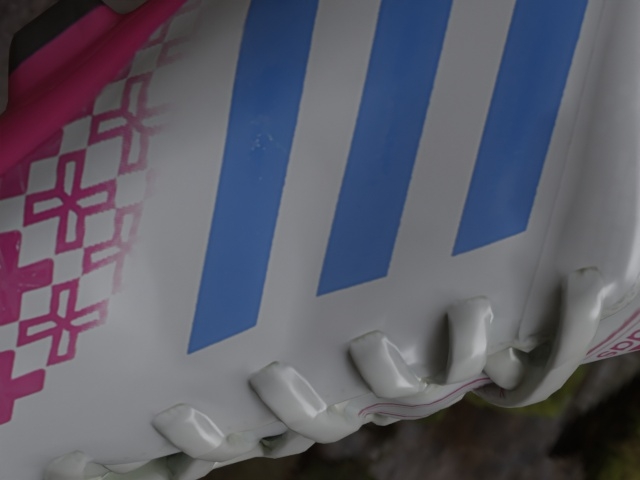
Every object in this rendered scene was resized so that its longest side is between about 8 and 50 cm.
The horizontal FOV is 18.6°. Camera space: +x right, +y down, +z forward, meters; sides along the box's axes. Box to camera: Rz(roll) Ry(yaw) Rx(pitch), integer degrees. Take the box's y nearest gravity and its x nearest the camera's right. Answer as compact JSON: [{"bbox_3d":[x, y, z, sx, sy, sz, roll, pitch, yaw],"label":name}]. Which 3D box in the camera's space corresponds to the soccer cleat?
[{"bbox_3d":[0.000,0.000,0.410,0.331,0.143,0.116,-42,179,11],"label":"soccer cleat"}]
